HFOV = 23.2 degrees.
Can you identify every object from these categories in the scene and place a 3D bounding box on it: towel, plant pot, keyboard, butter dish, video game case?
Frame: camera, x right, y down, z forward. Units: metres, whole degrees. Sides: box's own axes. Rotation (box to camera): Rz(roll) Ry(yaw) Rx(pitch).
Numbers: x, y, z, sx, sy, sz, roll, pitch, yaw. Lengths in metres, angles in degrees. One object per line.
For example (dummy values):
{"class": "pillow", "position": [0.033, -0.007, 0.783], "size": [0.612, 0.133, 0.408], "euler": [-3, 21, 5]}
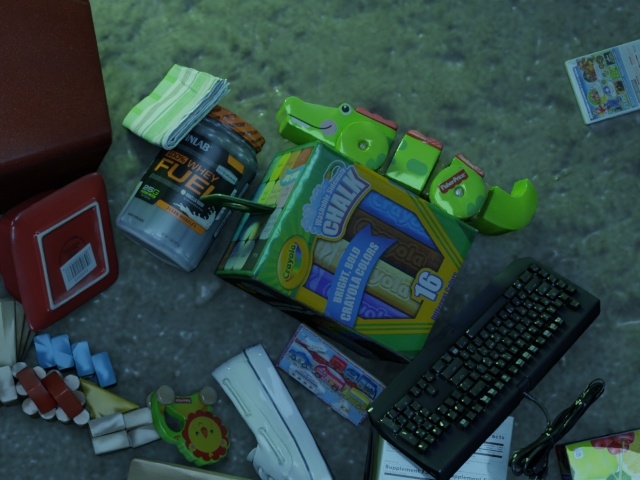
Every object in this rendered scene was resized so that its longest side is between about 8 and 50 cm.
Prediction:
{"class": "towel", "position": [-0.181, -0.167, 1.903], "size": [0.113, 0.152, 0.023], "euler": [-46, 120, -10]}
{"class": "plant pot", "position": [-0.384, -0.166, 1.844], "size": [0.236, 0.267, 0.267], "euler": [-8, 81, -16]}
{"class": "keyboard", "position": [0.217, 0.157, 1.755], "size": [0.201, 0.033, 0.317], "euler": [36, 58, 18]}
{"class": "butter dish", "position": [-0.336, 0.005, 1.871], "size": [0.118, 0.160, 0.159], "euler": [14, 124, 33]}
{"class": "video game case", "position": [0.384, -0.206, 1.999], "size": [0.122, 0.011, 0.087], "euler": [-17, 83, -5]}

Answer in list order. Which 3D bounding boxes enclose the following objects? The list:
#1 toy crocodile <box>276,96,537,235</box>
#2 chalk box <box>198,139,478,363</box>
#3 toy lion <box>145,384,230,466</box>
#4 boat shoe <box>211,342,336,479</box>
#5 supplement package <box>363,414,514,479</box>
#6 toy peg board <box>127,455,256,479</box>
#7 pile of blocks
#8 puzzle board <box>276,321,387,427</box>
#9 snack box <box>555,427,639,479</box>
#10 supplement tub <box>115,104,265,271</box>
{"class": "toy crocodile", "position": [0.104, -0.093, 1.918], "size": [0.341, 0.115, 0.105], "euler": [26, 74, -1]}
{"class": "chalk box", "position": [0.000, 0.000, 1.828], "size": [0.289, 0.180, 0.179], "euler": [30, 80, -16]}
{"class": "toy lion", "position": [-0.155, 0.224, 1.871], "size": [0.100, 0.034, 0.096], "euler": [6, 63, -39]}
{"class": "boat shoe", "position": [-0.047, 0.253, 1.876], "size": [0.084, 0.095, 0.258], "euler": [-28, 73, -2]}
{"class": "supplement package", "position": [0.126, 0.299, 1.817], "size": [0.149, 0.194, 0.203], "euler": [9, 80, -2]}
{"class": "toy peg board", "position": [-0.158, 0.344, 1.867], "size": [0.161, 0.079, 0.160], "euler": [12, 97, 0]}
{"class": "pile of blocks", "position": [-0.347, 0.147, 1.851], "size": [0.362, 0.112, 0.149], "euler": [21, 78, -3]}
{"class": "puzzle board", "position": [0.011, 0.165, 1.883], "size": [0.128, 0.096, 0.011], "euler": [37, 47, 6]}
{"class": "snack box", "position": [0.395, 0.332, 1.888], "size": [0.175, 0.070, 0.207], "euler": [-12, 84, -4]}
{"class": "supplement tub", "position": [-0.155, -0.067, 1.899], "size": [0.117, 0.117, 0.190], "euler": [31, 81, 2]}
